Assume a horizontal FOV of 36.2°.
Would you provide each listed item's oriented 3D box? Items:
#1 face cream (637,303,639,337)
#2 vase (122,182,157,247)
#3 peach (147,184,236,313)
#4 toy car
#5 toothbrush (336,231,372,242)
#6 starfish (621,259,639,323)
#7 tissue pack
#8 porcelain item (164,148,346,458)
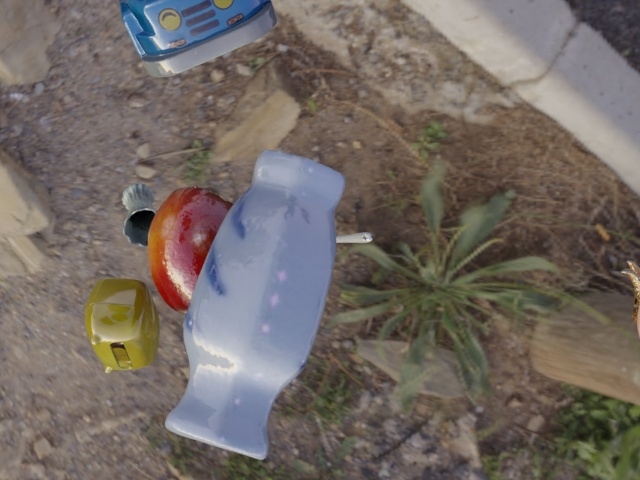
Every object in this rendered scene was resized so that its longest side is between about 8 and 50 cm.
[{"bbox_3d":[0.329,0.041,0.756,0.149,0.149,0.104,51,44,-17],"label":"face cream"},{"bbox_3d":[-0.341,-0.055,1.862,0.081,0.149,0.081,-7,118,-14],"label":"vase"},{"bbox_3d":[-0.202,0.012,1.696,0.196,0.190,0.226,-5,100,-18],"label":"peach"},{"bbox_3d":[-0.101,-0.200,0.689,0.097,0.191,0.100,-23,129,1],"label":"toy car"},{"bbox_3d":[0.000,0.000,1.928,0.026,0.263,0.022,-2,88,-51],"label":"toothbrush"},{"bbox_3d":[0.406,0.095,1.196,0.041,0.130,0.133,-36,66,-5],"label":"starfish"},{"bbox_3d":[-0.361,0.161,1.794,0.123,0.178,0.127,0,56,2],"label":"tissue pack"},{"bbox_3d":[-0.089,0.088,1.369,0.178,0.242,0.405,17,78,-3],"label":"porcelain item"}]
